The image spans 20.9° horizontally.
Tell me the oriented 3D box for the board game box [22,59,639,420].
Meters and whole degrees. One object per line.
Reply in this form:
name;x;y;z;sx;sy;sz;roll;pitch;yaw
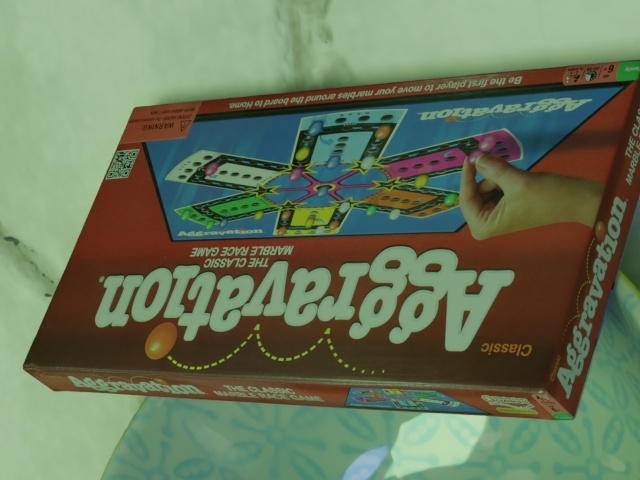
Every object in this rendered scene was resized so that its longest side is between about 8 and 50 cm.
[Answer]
board game box;0.000;0.000;0.729;0.281;0.145;0.027;-2;149;40

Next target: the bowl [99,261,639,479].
bowl;0.051;0.149;0.709;0.289;0.289;0.156;-1;149;39
